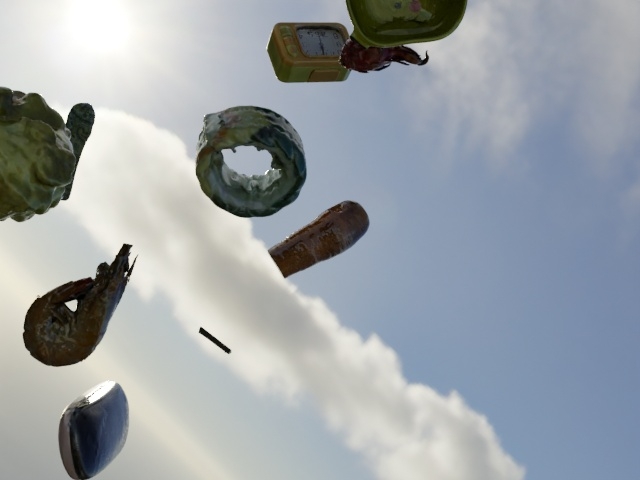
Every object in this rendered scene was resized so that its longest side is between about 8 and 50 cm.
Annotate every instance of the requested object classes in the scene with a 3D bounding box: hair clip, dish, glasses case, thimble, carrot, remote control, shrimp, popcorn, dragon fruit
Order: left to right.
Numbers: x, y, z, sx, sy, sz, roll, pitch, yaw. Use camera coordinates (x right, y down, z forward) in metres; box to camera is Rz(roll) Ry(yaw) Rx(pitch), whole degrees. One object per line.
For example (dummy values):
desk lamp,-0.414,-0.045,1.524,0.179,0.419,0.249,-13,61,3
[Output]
popcorn,-0.542,-0.149,1.723,0.250,0.234,0.242,145,-63,-79
hair clip,-0.535,-0.188,2.136,0.066,0.229,0.036,21,18,7
shrimp,-0.445,0.112,1.821,0.152,0.287,0.063,25,14,-27
glasses case,-0.384,0.322,1.704,0.314,0.075,0.122,-60,146,-86
remote control,-0.241,0.230,2.265,0.091,0.016,0.034,36,-18,9
thimble,-0.177,-0.199,2.444,0.288,0.254,0.167,35,21,-28
carrot,0.000,0.000,1.792,0.087,0.193,0.087,50,-17,21
dragon fruit,0.132,-0.399,2.081,0.094,0.190,0.094,178,-90,-89
dish,0.159,-0.495,2.011,0.108,0.262,0.221,-155,-132,-81

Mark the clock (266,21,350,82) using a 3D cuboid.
clock,-0.022,-0.474,2.497,0.096,0.202,0.143,116,-38,-50
